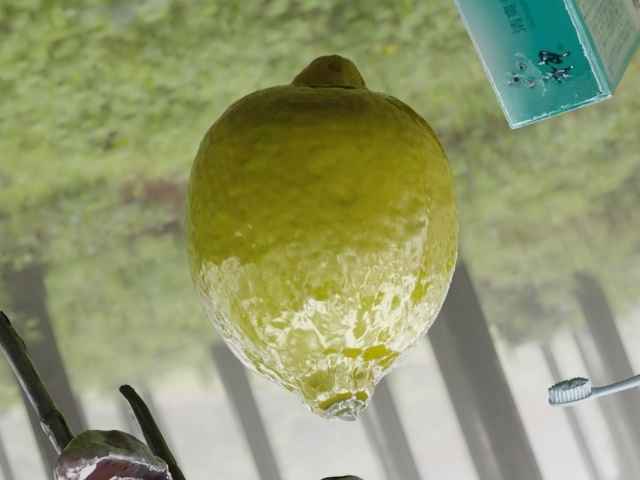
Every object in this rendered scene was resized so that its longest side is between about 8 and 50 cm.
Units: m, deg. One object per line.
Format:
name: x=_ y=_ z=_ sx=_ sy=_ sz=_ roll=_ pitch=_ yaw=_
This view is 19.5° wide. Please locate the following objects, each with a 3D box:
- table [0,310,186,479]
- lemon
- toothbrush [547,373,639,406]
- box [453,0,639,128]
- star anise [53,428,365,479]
table: x=-0.182 y=0.226 z=1.501 sx=0.317 sy=0.249 sz=0.317 roll=-31 pitch=151 yaw=-19
lemon: x=0.000 y=0.000 z=1.233 sx=0.184 sy=0.248 sz=0.184 roll=0 pitch=164 yaw=0
toothbrush: x=0.241 y=0.078 z=1.202 sx=0.193 sy=0.013 sz=0.019 roll=-14 pitch=131 yaw=3
box: x=0.194 y=-0.211 z=1.528 sx=0.092 sy=0.153 sz=0.245 roll=-17 pitch=-163 yaw=27
star anise: x=-0.058 y=0.160 z=0.839 sx=0.212 sy=0.129 sz=0.282 roll=13 pitch=164 yaw=-29
